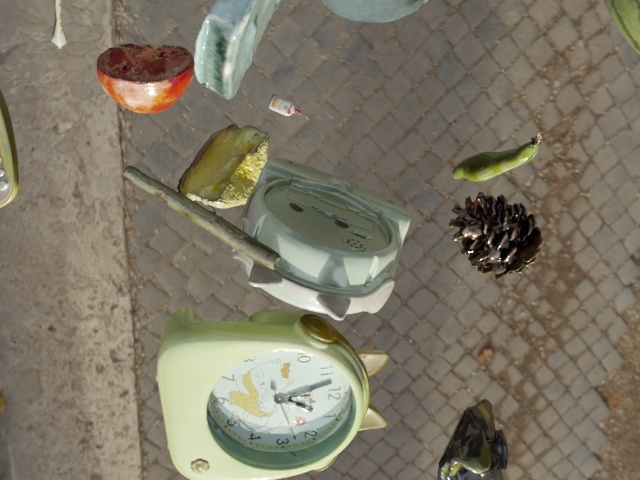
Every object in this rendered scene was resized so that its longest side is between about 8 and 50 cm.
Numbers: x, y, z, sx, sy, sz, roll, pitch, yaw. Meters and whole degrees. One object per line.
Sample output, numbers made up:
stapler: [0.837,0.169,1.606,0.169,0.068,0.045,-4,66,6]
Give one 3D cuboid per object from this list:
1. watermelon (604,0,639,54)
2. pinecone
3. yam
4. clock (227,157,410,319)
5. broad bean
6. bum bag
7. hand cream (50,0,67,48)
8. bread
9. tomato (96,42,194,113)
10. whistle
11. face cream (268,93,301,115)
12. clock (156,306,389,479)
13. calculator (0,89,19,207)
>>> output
watermelon: [0.510,-0.312,0.788,0.359,0.279,0.279,28,98,-21]
pinecone: [0.402,-0.017,1.511,0.184,0.179,0.204,-26,118,35]
yam: [-0.150,-0.033,0.837,0.234,0.027,0.029,32,94,7]
clock: [0.000,0.000,1.004,0.265,0.324,0.108,22,117,-2]
broad bean: [0.464,-0.208,1.726,0.067,0.325,0.075,-29,96,-39]
bum bag: [0.147,0.252,0.626,0.107,0.060,0.232,-40,132,-43]
hand cream: [-0.586,-0.513,1.480,0.037,0.057,0.165,-3,119,-23]
bread: [-0.223,-0.165,1.663,0.251,0.174,0.133,-61,143,-24]
tomato: [-0.428,-0.394,1.647,0.233,0.200,0.139,10,132,12]
whistle: [0.009,-0.321,0.682,0.405,0.168,0.188,-33,84,-16]
face cream: [-0.090,-0.342,1.699,0.083,0.021,0.040,21,100,-12]
clock: [-0.068,0.236,1.037,0.349,0.117,0.286,-3,115,-4]
calculator: [-0.529,-0.146,1.020,0.157,0.033,0.236,-17,84,24]
